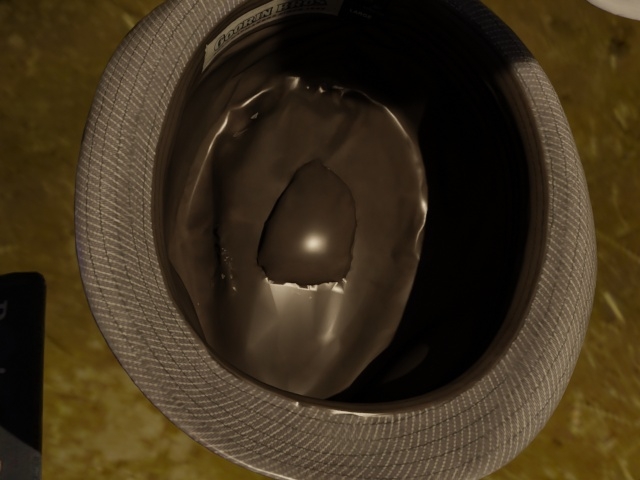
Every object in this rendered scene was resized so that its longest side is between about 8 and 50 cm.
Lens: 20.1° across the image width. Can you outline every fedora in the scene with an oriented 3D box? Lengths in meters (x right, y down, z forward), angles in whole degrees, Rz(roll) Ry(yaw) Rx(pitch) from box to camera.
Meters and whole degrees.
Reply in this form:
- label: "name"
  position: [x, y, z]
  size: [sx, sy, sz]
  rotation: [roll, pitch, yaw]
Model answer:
- label: "fedora"
  position: [0.000, 0.000, 0.852]
  size: [0.244, 0.124, 0.275]
  rotation: [7, 67, -13]

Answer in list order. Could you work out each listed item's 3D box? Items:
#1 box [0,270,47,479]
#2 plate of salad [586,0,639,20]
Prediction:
- label: "box"
  position: [-0.383, 0.275, 0.931]
  size: [0.472, 0.297, 0.480]
  rotation: [2, 47, -10]
- label: "plate of salad"
  position: [0.251, -0.182, 1.120]
  size: [0.200, 0.048, 0.200]
  rotation: [-11, 37, 8]
